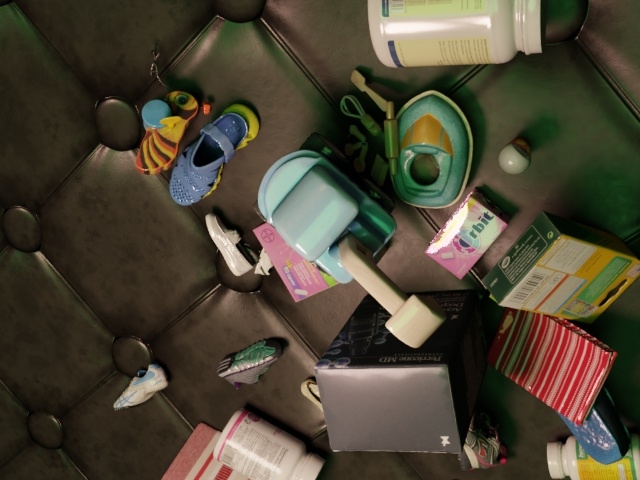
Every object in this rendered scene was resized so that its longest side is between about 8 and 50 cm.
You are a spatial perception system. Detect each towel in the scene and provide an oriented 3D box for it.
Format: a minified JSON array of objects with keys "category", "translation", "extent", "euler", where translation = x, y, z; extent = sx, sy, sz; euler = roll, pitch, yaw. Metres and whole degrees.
[{"category":"towel","translation":[0.512,0.264,1.713],"extent":[0.275,0.031,0.198],"euler":[34,115,40]},{"category":"towel","translation":[-0.257,0.676,2.132],"extent":[0.329,0.237,0.037],"euler":[25,133,10]}]

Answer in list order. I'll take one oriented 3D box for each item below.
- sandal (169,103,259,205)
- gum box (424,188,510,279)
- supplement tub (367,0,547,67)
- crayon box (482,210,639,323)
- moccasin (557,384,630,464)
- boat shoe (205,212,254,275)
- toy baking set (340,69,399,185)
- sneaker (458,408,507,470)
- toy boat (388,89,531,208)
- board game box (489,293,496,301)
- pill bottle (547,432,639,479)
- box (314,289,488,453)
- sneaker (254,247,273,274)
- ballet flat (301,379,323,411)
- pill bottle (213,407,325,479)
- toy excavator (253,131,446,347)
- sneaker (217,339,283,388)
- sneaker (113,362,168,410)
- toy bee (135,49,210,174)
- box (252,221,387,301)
[{"category":"sandal","translation":[-0.288,-0.205,1.869],"extent":[0.126,0.138,0.317],"euler":[40,119,0]},{"category":"gum box","translation":[0.342,-0.017,1.741],"extent":[0.107,0.062,0.188],"euler":[38,118,4]},{"category":"supplement tub","translation":[0.277,-0.468,1.500],"extent":[0.325,0.235,0.235],"euler":[3,110,20]},{"category":"crayon box","translation":[0.530,0.066,1.620],"extent":[0.323,0.083,0.203],"euler":[14,124,-35]},{"category":"moccasin","translation":[0.591,0.348,1.746],"extent":[0.138,0.117,0.341],"euler":[-36,71,40]},{"category":"boat shoe","translation":[-0.235,0.004,1.969],"extent":[0.063,0.066,0.184],"euler":[-25,97,12]},{"category":"toy baking set","translation":[0.107,-0.252,1.705],"extent":[0.197,0.030,0.256],"euler":[20,117,51]},{"category":"sneaker","translation":[0.382,0.463,1.844],"extent":[0.112,0.120,0.299],"euler":[-8,140,18]},{"category":"toy boat","translation":[0.299,-0.192,1.644],"extent":[0.319,0.148,0.267],"euler":[3,110,20]},{"category":"board game box","translation":[0.460,0.059,1.709],"extent":[0.043,0.092,0.181],"euler":[37,118,5]},{"category":"pill bottle","translation":[0.654,0.519,1.793],"extent":[0.209,0.117,0.117],"euler":[-8,106,24]},{"category":"box","translation":[0.199,0.287,1.721],"extent":[0.294,0.395,0.211],"euler":[-5,108,22]},{"category":"sneaker","translation":[-0.138,0.043,1.963],"extent":[0.044,0.040,0.109],"euler":[17,119,-4]},{"category":"ballet flat","translation":[0.018,0.434,2.030],"extent":[0.168,0.057,0.052],"euler":[33,146,6]},{"category":"pill bottle","translation":[-0.140,0.602,2.098],"extent":[0.283,0.160,0.160],"euler":[27,116,9]},{"category":"toy excavator","translation":[0.050,0.004,1.522],"extent":[0.433,0.445,0.222],"euler":[41,102,-4]},{"category":"sneaker","translation":[-0.174,0.343,2.076],"extent":[0.224,0.083,0.098],"euler":[-22,121,31]},{"category":"sneaker","translation":[-0.537,0.439,2.240],"extent":[0.237,0.085,0.086],"euler":[-37,67,31]},{"category":"toy bee","translation":[-0.355,-0.303,1.845],"extent":[0.162,0.195,0.298],"euler":[8,102,-8]},{"category":"box","translation":[0.000,0.000,1.846],"extent":[0.243,0.117,0.213],"euler":[-26,99,26]}]
